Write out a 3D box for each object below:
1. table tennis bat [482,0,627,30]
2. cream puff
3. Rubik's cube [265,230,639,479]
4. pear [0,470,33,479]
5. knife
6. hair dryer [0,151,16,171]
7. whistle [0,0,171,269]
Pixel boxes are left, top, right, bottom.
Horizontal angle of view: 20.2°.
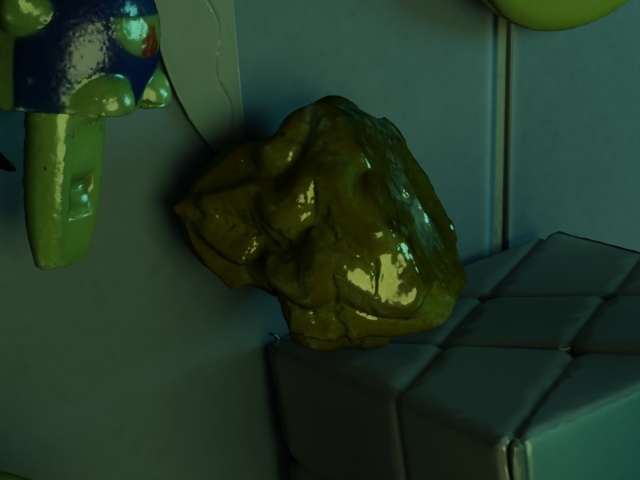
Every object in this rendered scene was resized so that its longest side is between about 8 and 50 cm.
[{"bbox_3d":[0.103,-0.212,0.980,0.369,0.054,0.224,-21,121,-39],"label":"table tennis bat"},{"bbox_3d":[0.000,0.000,0.943,0.116,0.146,0.146,-25,130,17],"label":"cream puff"},{"bbox_3d":[0.130,0.142,0.997,0.231,0.221,0.224,-20,110,-28],"label":"Rubik's cube"},{"bbox_3d":[-0.189,0.237,0.760,0.309,0.309,0.309,-14,114,-34],"label":"pear"},{"bbox_3d":[-0.064,-0.151,0.895,0.058,0.032,0.244,-18,121,-36],"label":"knife"},{"bbox_3d":[-0.274,-0.025,0.740,0.340,0.123,0.312,13,108,-51],"label":"hair dryer"},{"bbox_3d":[-0.115,-0.098,0.822,0.105,0.085,0.227,-22,118,-64],"label":"whistle"}]
